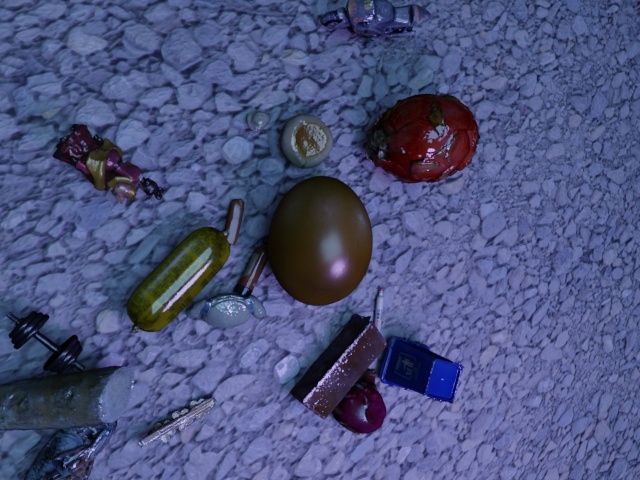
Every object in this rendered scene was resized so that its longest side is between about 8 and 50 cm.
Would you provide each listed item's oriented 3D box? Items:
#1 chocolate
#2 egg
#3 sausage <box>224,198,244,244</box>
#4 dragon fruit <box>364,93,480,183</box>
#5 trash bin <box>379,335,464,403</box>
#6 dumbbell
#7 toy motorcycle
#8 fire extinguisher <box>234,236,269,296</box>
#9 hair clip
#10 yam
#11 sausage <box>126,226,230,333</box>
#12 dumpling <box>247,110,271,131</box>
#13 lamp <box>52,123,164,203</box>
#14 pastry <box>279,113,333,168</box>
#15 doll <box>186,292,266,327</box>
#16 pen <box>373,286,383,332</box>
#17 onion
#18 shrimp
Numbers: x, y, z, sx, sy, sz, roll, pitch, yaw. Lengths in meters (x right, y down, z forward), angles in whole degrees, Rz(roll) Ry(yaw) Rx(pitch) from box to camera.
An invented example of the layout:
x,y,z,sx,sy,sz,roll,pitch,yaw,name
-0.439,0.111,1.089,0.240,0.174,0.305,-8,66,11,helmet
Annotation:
x,y,z,sx,sy,sz,roll,pitch,yaw,name
0.065,0.372,1.464,0.321,0.112,0.112,-48,110,-16,chocolate
0.000,0.000,1.329,0.283,0.283,0.351,9,77,-25,egg
-0.237,-0.053,1.347,0.041,0.039,0.131,13,85,-18,sausage
0.314,-0.305,1.478,0.343,0.277,0.277,-1,92,-30,dragon fruit
0.316,0.402,1.516,0.184,0.234,0.162,19,83,-24,trash bin
-0.630,0.235,1.135,0.208,0.099,0.099,47,73,-20,dumbbell
0.159,-0.649,1.444,0.308,0.173,0.108,-5,93,-24,toy motorcycle
-0.179,0.070,1.369,0.050,0.062,0.177,24,80,6,fire extinguisher
-0.374,0.478,1.295,0.214,0.056,0.062,-25,86,-31,hair clip
-0.604,0.361,1.110,0.331,0.133,0.133,-4,93,-7,yam
-0.354,0.093,1.249,0.123,0.123,0.347,47,72,-19,sausage
-0.174,-0.337,1.368,0.059,0.043,0.077,39,78,1,dumpling
-0.503,-0.167,1.181,0.253,0.118,0.118,38,76,-25,lamp
-0.043,-0.282,1.405,0.157,0.092,0.156,0,90,-22,pastry
-0.249,0.187,1.319,0.214,0.071,0.103,2,134,-16,doll
0.182,0.257,1.563,0.026,0.026,0.218,7,88,-26,pen
0.134,0.485,1.488,0.173,0.135,0.198,28,78,-26,onion
-0.594,0.542,1.119,0.137,0.172,0.372,29,65,-17,shrimp
